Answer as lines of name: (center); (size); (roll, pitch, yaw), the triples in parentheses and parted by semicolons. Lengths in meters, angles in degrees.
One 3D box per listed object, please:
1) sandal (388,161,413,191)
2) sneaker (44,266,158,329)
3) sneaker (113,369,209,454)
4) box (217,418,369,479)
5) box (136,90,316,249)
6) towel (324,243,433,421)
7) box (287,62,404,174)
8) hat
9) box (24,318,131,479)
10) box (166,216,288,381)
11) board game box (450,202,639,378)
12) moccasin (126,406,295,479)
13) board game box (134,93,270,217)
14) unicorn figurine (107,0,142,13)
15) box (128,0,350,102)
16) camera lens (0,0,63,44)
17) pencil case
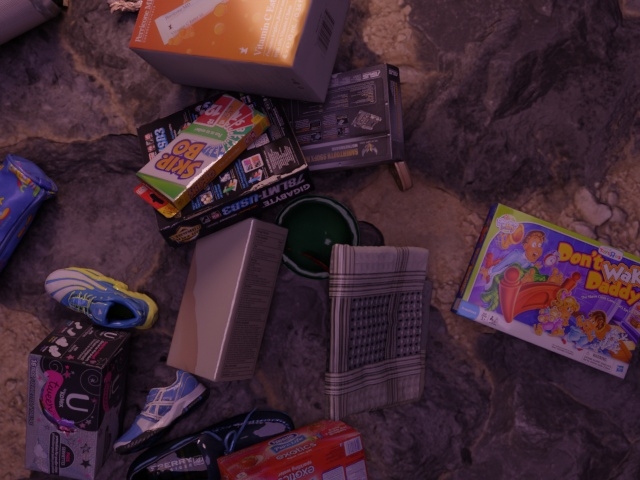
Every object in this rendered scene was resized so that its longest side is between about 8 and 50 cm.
sandal: (0.101, -0.200, 1.464); (0.079, 0.088, 0.240); (-25, 93, -6)
sneaker: (-0.442, 0.113, 1.447); (0.240, 0.126, 0.091); (16, 89, 1)
sneaker: (-0.325, 0.345, 1.462); (0.211, 0.080, 0.081); (-37, 76, -18)
box: (-0.049, 0.443, 1.377); (0.256, 0.122, 0.128); (-15, 100, -25)
box: (-0.188, -0.159, 1.401); (0.293, 0.073, 0.296); (-24, 51, 2)
towel: (0.121, 0.164, 1.361); (0.056, 0.324, 0.313); (2, 88, 37)
box: (0.046, -0.231, 1.428); (0.230, 0.056, 0.183); (-6, 88, 33)
hat: (0.000, 0.000, 1.411); (0.208, 0.183, 0.173); (26, 91, 1)
box: (-0.457, 0.301, 1.390); (0.142, 0.163, 0.248); (9, 108, 2)
box: (-0.176, 0.105, 1.419); (0.121, 0.148, 0.311); (13, 87, 26)
board game box: (0.465, 0.098, 1.453); (0.346, 0.078, 0.234); (21, 89, 2)
moccasin: (-0.210, 0.435, 1.437); (0.341, 0.117, 0.138); (-22, 88, 0)
board game box: (-0.224, -0.159, 1.350); (0.124, 0.039, 0.259); (33, 73, 35)
unicorn figurine: (-0.389, -0.548, 1.503); (0.111, 0.060, 0.162); (1, 105, 1)
box: (-0.148, -0.405, 1.374); (0.345, 0.168, 0.215); (11, 82, 22)
camera lens: (-0.662, -0.490, 1.420); (0.274, 0.219, 0.220); (-27, 88, 0)
pencil case: (-0.648, -0.020, 1.457); (0.133, 0.119, 0.306); (34, 90, 26)
